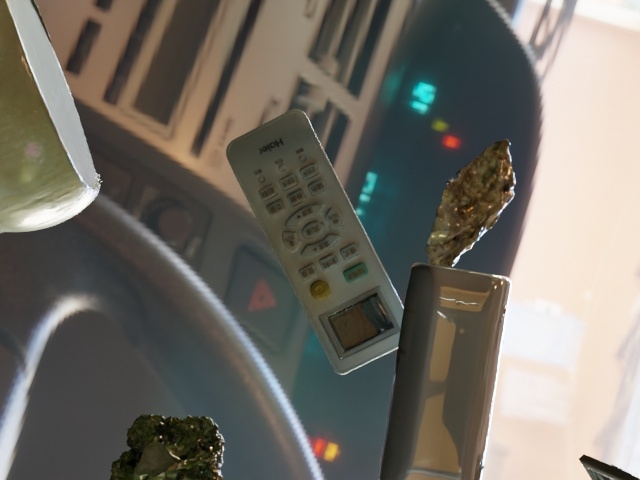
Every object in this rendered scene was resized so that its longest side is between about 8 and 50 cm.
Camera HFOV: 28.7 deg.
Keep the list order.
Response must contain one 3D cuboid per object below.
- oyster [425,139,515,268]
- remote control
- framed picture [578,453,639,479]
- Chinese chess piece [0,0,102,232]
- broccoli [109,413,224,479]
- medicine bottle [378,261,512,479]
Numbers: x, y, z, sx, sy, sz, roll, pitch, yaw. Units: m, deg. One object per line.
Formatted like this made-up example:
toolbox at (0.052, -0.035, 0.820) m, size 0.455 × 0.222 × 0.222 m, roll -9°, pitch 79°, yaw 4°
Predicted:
oyster at (0.213, -0.035, 1.765) m, size 0.209 × 0.072 × 0.133 m, roll -50°, pitch 144°, yaw -36°
remote control at (0.000, 0.000, 1.416) m, size 0.293 × 0.103 × 0.051 m, roll 64°, pitch 7°, yaw 0°
framed picture at (0.492, 0.407, 1.737) m, size 0.019 × 0.209 × 0.281 m, roll -40°, pitch -160°, yaw -16°
Chinese chess piece at (-0.397, -0.180, 1.544) m, size 0.349 × 0.146 × 0.349 m, roll 160°, pitch -90°, yaw -88°
broccoli at (-0.213, 0.313, 1.741) m, size 0.138 × 0.162 × 0.145 m, roll 53°, pitch 33°, yaw -70°
medicine bottle at (0.122, 0.174, 1.270) m, size 0.161 × 0.111 × 0.296 m, roll 32°, pitch 69°, yaw -86°
